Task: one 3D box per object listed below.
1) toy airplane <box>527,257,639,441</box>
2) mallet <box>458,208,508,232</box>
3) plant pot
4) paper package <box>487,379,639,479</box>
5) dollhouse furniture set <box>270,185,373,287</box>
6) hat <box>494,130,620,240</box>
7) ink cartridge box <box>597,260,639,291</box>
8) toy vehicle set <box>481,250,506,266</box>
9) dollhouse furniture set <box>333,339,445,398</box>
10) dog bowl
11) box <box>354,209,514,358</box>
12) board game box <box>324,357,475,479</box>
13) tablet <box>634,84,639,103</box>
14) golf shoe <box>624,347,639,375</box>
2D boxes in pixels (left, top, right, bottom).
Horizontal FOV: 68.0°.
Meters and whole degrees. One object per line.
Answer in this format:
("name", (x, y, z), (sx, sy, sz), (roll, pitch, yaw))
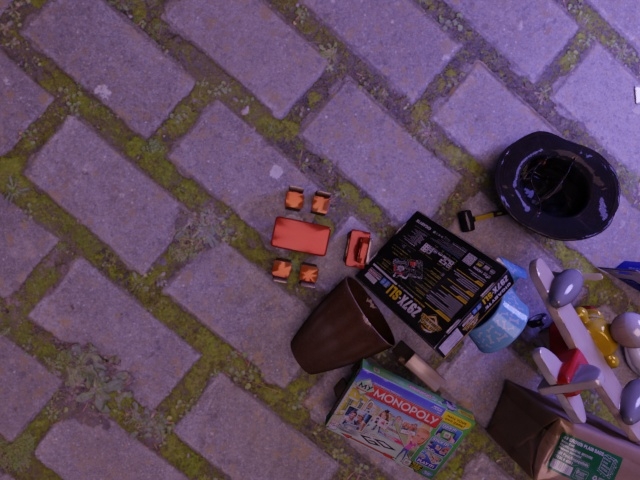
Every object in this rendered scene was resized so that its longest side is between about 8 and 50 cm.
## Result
("toy airplane", (0.665, 0.260, 1.165), (0.272, 0.385, 0.386), (-31, 132, 27))
("mallet", (0.486, -0.062, 1.355), (0.189, 0.039, 0.063), (-6, 90, -8))
("plant pot", (0.041, 0.246, 1.255), (0.230, 0.215, 0.215), (-36, 93, 11))
("paper package", (0.658, 0.535, 1.237), (0.324, 0.309, 0.168), (23, 89, -3))
("dollhouse furniture set", (0.000, 0.000, 1.266), (0.258, 0.135, 0.262), (11, 90, -4))
("hat", (0.626, -0.129, 1.309), (0.330, 0.134, 0.332), (0, 71, 0))
("ink cartridge box", (0.973, 0.135, 1.328), (0.332, 0.165, 0.065), (29, 89, -5))
("toy vehicle set", (0.348, 0.131, 1.278), (0.267, 0.166, 0.035), (-43, 107, -2))
("dollhouse furniture set", (0.193, 0.406, 1.274), (0.212, 0.161, 0.242), (41, 88, -4))
("dog bowl", (0.447, 0.154, 1.234), (0.074, 0.297, 0.166), (39, 129, -8))
("box", (0.279, 0.098, 1.215), (0.257, 0.322, 0.079), (-47, 135, -2))
("board game box", (0.198, 0.459, 1.214), (0.317, 0.046, 0.214), (27, 111, -2))
("tablet", (0.968, -0.433, 1.398), (0.083, 0.006, 0.054), (-5, 91, -5))
("golf shoe", (0.993, 0.391, 1.347), (0.115, 0.140, 0.306), (-37, 92, -1))
